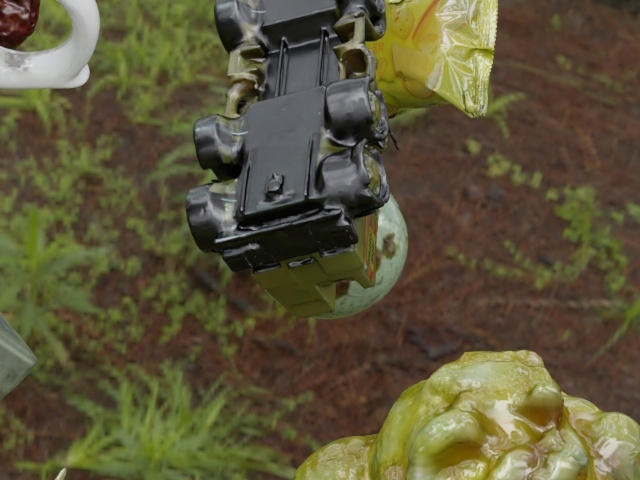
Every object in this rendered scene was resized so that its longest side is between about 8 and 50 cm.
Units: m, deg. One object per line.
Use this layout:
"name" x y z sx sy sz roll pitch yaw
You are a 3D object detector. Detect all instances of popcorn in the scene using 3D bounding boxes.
"popcorn" 0.128 0.249 1.368 0.326 0.290 0.321 14 81 7

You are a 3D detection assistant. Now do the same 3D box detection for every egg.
"egg" 0.000 0.000 1.643 0.169 0.169 0.231 -10 9 -25

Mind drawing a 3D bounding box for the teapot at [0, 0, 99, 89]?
"teapot" -0.276 -0.127 0.833 0.298 0.139 0.204 1 52 5

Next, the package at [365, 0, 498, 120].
"package" 0.113 -0.207 1.611 0.090 0.168 0.226 6 -4 -36

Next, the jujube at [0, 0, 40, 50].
"jujube" -0.236 -0.186 1.004 0.077 0.129 0.077 -23 16 7

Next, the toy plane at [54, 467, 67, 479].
"toy plane" -0.235 0.276 1.359 0.229 0.244 0.092 21 63 16

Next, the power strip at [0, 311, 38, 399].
"power strip" -0.270 0.030 0.949 0.052 0.272 0.078 -45 55 -2

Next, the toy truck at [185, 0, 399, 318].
"toy truck" -0.005 -0.079 1.043 0.127 0.127 0.257 -14 50 19
